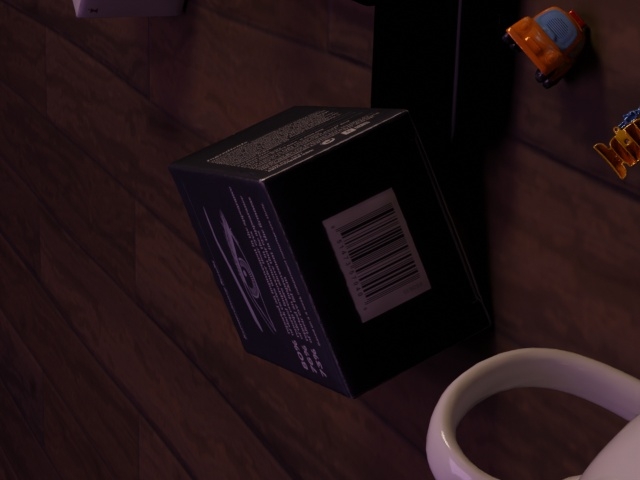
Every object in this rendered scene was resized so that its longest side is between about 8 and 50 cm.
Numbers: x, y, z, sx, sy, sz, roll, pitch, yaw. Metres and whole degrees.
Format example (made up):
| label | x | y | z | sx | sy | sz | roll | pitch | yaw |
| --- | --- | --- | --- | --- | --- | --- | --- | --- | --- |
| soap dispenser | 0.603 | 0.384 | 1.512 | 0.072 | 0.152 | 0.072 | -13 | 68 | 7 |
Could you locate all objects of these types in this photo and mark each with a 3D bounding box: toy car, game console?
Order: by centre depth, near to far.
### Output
| label | x | y | z | sx | sy | sz | roll | pitch | yaw |
| --- | --- | --- | --- | --- | --- | --- | --- | --- | --- |
| toy car | 0.145 | -0.081 | 0.921 | 0.040 | 0.060 | 0.122 | -42 | 62 | 10 |
| game console | 0.033 | -0.192 | 1.157 | 0.361 | 0.044 | 0.213 | -141 | 50 | -63 |

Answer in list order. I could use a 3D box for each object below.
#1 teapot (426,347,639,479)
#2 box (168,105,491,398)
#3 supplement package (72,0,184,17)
| label | x | y | z | sx | sy | sz | roll | pitch | yaw |
| --- | --- | --- | --- | --- | --- | --- | --- | --- | --- |
| teapot | 0.161 | 0.163 | 0.693 | 0.256 | 0.187 | 0.253 | 164 | 101 | -70 |
| box | 0.000 | 0.000 | 1.133 | 0.153 | 0.108 | 0.207 | 68 | 163 | -14 |
| supplement package | -0.190 | -0.309 | 1.631 | 0.105 | 0.105 | 0.179 | 114 | 146 | -50 |
